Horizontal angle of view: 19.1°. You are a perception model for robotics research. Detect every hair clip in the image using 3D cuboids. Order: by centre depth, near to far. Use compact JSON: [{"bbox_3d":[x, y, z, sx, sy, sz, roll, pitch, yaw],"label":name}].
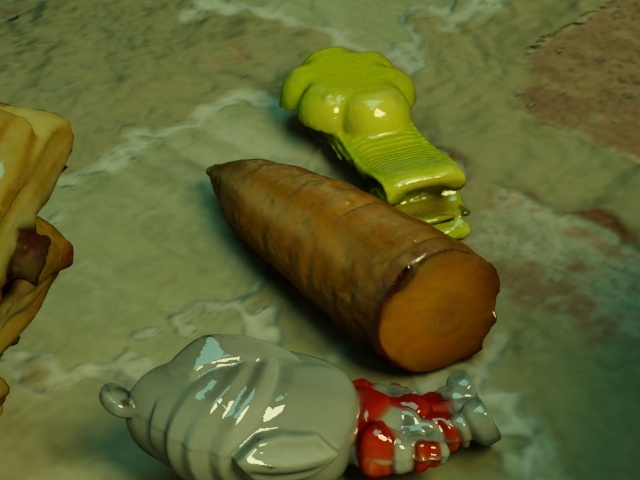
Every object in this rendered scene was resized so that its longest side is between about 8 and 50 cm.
[{"bbox_3d":[0.026,-0.060,1.039,0.072,0.046,0.173,-11,36,-12],"label":"hair clip"}]

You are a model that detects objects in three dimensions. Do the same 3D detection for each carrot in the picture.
[{"bbox_3d":[0.000,0.000,0.960,0.072,0.072,0.205,-28,34,-25],"label":"carrot"}]

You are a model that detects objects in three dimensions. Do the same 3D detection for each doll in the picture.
[{"bbox_3d":[-0.008,0.079,0.848,0.180,0.079,0.094,2,22,-10],"label":"doll"}]

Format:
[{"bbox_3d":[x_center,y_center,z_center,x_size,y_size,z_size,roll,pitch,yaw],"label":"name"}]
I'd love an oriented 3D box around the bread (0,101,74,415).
[{"bbox_3d":[-0.300,0.073,0.808,0.314,0.191,0.370,19,57,22],"label":"bread"}]
